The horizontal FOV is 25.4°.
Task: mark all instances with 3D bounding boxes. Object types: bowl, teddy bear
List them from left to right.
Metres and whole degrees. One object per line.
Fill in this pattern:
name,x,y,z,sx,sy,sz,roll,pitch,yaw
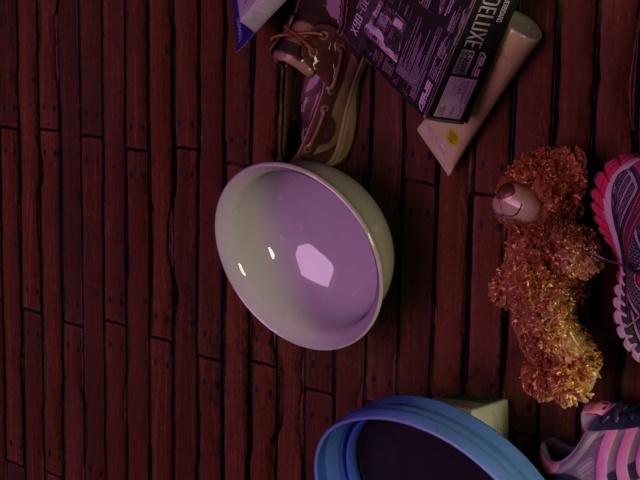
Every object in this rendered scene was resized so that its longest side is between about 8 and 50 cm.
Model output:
bowl,0.000,0.000,2.065,0.298,0.134,0.297,20,126,30
bowl,0.168,0.377,1.940,0.391,0.077,0.391,25,135,27
teddy bear,0.282,0.049,1.816,0.245,0.113,0.338,-125,31,-71

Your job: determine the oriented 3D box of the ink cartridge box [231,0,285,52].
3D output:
ink cartridge box,-0.088,-0.429,2.106,0.224,0.045,0.223,-43,44,38

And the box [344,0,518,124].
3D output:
box,0.161,-0.345,1.880,0.242,0.077,0.307,52,129,47

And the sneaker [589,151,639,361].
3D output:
sneaker,0.404,0.045,1.666,0.112,0.121,0.299,26,143,63

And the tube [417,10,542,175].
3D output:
tube,0.210,-0.201,1.914,0.062,0.070,0.240,28,128,-8

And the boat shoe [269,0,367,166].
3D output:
boat shoe,-0.009,-0.269,2.061,0.123,0.123,0.342,23,112,39

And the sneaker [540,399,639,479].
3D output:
sneaker,0.393,0.240,1.775,0.319,0.112,0.131,-45,69,37

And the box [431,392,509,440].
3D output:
box,0.198,0.271,1.978,0.101,0.087,0.102,3,99,43
